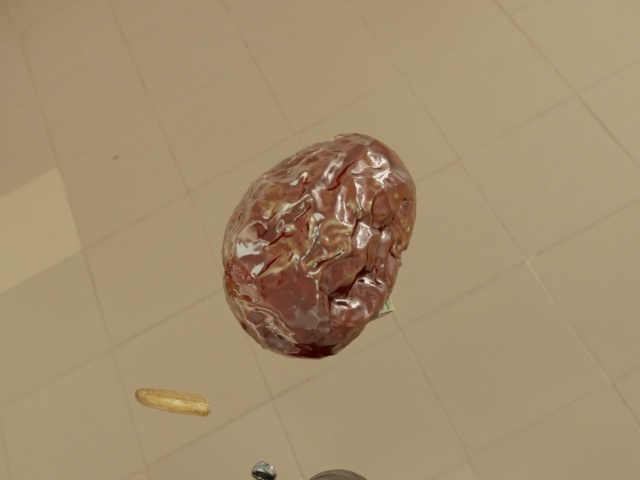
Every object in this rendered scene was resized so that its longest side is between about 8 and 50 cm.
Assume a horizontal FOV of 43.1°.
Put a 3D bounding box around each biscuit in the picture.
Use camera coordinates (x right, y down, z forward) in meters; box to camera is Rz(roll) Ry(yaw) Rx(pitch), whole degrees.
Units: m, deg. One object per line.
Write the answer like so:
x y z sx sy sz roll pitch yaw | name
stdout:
-0.274 0.302 1.511 0.144 0.224 0.033 11 81 -12 | biscuit

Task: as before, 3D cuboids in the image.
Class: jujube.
-0.002 0.001 1.239 0.276 0.277 0.377 14 44 25 | jujube

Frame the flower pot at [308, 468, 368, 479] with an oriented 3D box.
-0.063 0.580 1.453 0.379 0.251 0.380 -34 46 45 | flower pot

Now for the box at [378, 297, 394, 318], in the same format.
0.092 0.054 1.612 0.041 0.050 0.207 -14 76 -21 | box

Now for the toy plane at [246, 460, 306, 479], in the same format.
-0.117 0.396 1.204 0.286 0.108 0.092 -4 32 25 | toy plane
